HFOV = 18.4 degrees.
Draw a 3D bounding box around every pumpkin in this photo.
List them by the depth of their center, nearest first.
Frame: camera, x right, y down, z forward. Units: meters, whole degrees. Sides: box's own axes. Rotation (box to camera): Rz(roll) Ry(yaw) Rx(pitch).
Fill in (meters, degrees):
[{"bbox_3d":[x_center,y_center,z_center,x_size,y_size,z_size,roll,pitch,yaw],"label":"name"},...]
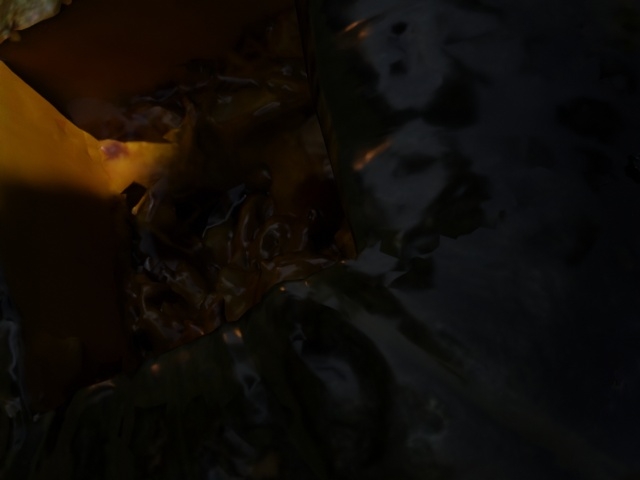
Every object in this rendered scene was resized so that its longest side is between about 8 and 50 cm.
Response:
[{"bbox_3d":[0.000,0.000,0.652,0.192,0.320,0.320,34,35,-49],"label":"pumpkin"}]
